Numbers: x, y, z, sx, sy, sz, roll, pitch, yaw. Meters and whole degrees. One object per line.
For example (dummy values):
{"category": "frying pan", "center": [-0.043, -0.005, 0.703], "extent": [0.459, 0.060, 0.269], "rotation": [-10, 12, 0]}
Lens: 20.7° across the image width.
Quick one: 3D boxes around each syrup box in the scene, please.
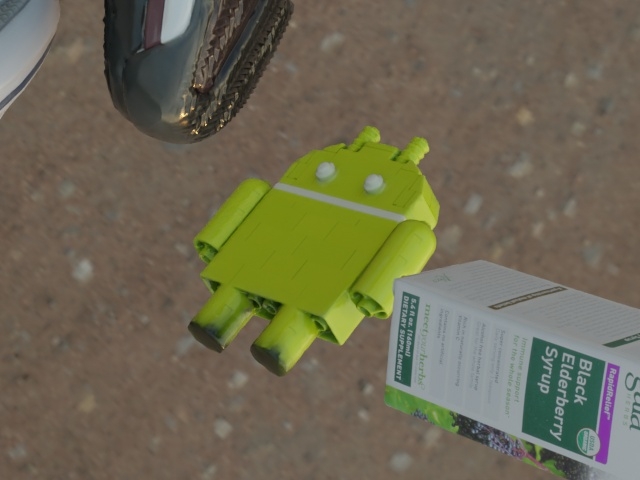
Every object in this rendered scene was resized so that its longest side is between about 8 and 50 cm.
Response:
{"category": "syrup box", "center": [0.160, 0.090, 1.153], "extent": [0.096, 0.237, 0.093], "rotation": [-11, 112, -43]}

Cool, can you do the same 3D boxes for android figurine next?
{"category": "android figurine", "center": [0.000, 0.000, 1.626], "extent": [0.273, 0.248, 0.056], "rotation": [-51, 133, -21]}

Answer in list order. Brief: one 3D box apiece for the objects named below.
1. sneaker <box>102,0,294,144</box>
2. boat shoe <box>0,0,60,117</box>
{"category": "sneaker", "center": [-0.080, -0.178, 0.640], "extent": [0.106, 0.162, 0.281], "rotation": [44, 56, -74]}
{"category": "boat shoe", "center": [-0.171, -0.012, 0.587], "extent": [0.226, 0.083, 0.076], "rotation": [-44, 141, -30]}
